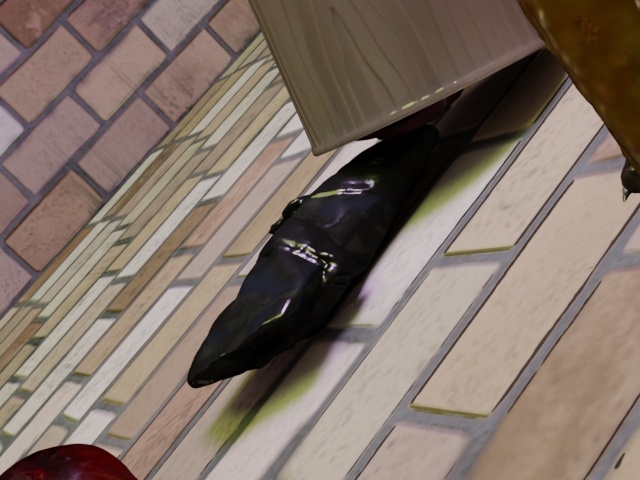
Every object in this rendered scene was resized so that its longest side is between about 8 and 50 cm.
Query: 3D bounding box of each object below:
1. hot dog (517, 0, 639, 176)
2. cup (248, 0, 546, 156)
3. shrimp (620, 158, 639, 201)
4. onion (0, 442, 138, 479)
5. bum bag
[{"bbox_3d":[0.184,-0.131,0.351,0.267,0.174,0.388,-34,53,19],"label":"hot dog"},{"bbox_3d":[0.060,-0.233,0.935,0.208,0.273,0.288,-29,5,-37],"label":"cup"},{"bbox_3d":[0.240,-0.093,0.594,0.294,0.062,0.154,-51,23,-25],"label":"shrimp"},{"bbox_3d":[-0.173,0.199,0.788,0.131,0.131,0.131,-41,16,15],"label":"onion"},{"bbox_3d":[0.000,0.000,0.935,0.137,0.074,0.310,-27,21,51],"label":"bum bag"}]
